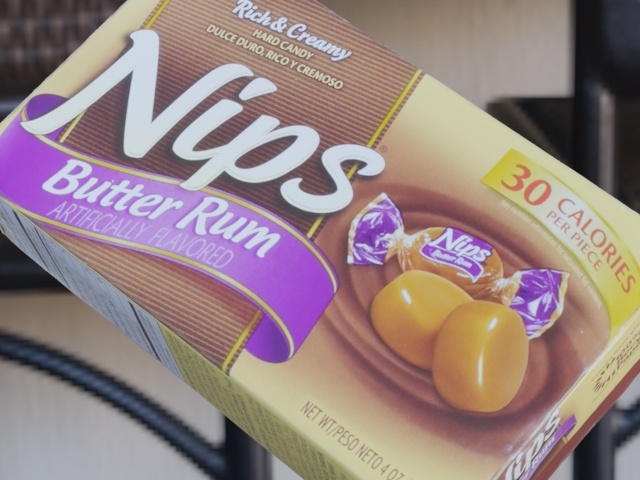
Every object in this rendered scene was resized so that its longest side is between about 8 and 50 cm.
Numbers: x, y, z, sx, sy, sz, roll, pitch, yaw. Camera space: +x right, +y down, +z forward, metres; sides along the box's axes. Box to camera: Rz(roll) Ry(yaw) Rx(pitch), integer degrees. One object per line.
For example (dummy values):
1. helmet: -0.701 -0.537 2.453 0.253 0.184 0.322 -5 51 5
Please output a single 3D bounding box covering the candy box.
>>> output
1. candy box: 0.000 0.000 0.547 0.186 0.053 0.109 37 73 23
